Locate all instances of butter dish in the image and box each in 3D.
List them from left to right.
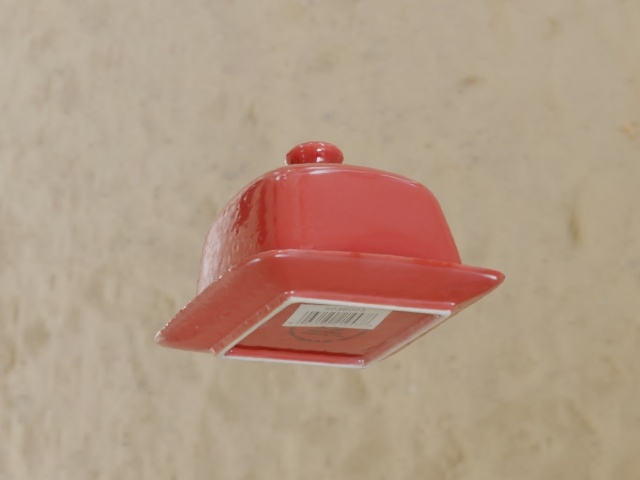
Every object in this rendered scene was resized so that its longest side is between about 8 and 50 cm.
[{"bbox_3d":[0.000,0.000,1.011,0.160,0.160,0.118,-38,52,55],"label":"butter dish"}]
